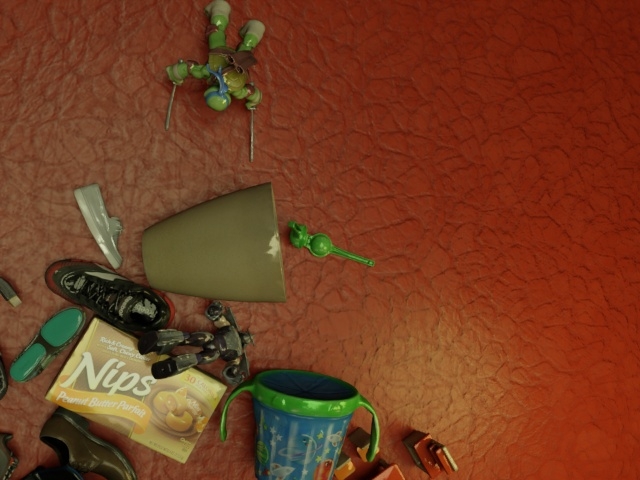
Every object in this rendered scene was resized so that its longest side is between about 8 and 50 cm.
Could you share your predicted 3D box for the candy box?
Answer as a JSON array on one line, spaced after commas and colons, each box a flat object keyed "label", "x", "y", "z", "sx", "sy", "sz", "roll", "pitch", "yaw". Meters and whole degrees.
[{"label": "candy box", "x": -0.380, "y": 0.310, "z": 1.310, "sx": 0.316, "sy": 0.087, "sz": 0.183, "roll": 32, "pitch": 79, "yaw": -15}]

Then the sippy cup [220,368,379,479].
[{"label": "sippy cup", "x": -0.046, "y": 0.419, "z": 1.354, "sx": 0.240, "sy": 0.305, "sz": 0.224, "roll": 7, "pitch": 93, "yaw": -58}]

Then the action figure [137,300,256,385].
[{"label": "action figure", "x": -0.231, "y": 0.223, "z": 1.308, "sx": 0.285, "sy": 0.099, "sz": 0.185, "roll": -2, "pitch": 59, "yaw": -53}]

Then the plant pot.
[{"label": "plant pot", "x": -0.221, "y": 0.019, "z": 1.306, "sx": 0.274, "sy": 0.256, "sz": 0.256, "roll": -7, "pitch": 91, "yaw": -3}]

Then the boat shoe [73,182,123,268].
[{"label": "boat shoe", "x": -0.450, "y": -0.032, "z": 1.310, "sx": 0.063, "sy": 0.066, "sz": 0.184, "roll": -26, "pitch": 88, "yaw": -16}]

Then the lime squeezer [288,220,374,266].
[{"label": "lime squeezer", "x": 0.000, "y": 0.000, "z": 1.444, "sx": 0.310, "sy": 0.110, "sz": 0.059, "roll": 27, "pitch": 61, "yaw": -47}]

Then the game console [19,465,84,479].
[{"label": "game console", "x": -0.506, "y": 0.602, "z": 1.219, "sx": 0.250, "sy": 0.173, "sz": 0.293, "roll": -36, "pitch": 100, "yaw": -16}]

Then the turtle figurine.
[{"label": "turtle figurine", "x": -0.226, "y": -0.362, "z": 1.368, "sx": 0.198, "sy": 0.275, "sz": 0.266, "roll": 9, "pitch": 65, "yaw": 3}]

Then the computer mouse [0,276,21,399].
[{"label": "computer mouse", "x": -0.662, "y": 0.184, "z": 1.234, "sx": 0.184, "sy": 0.060, "sz": 0.262, "roll": -33, "pitch": 88, "yaw": -12}]

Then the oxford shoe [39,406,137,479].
[{"label": "oxford shoe", "x": -0.473, "y": 0.445, "z": 1.264, "sx": 0.227, "sy": 0.083, "sz": 0.096, "roll": 41, "pitch": 35, "yaw": -8}]

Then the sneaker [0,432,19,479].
[{"label": "sneaker", "x": -0.621, "y": 0.446, "z": 1.215, "sx": 0.065, "sy": 0.061, "sz": 0.158, "roll": 1, "pitch": 57, "yaw": -30}]

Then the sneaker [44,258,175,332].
[{"label": "sneaker", "x": -0.425, "y": 0.113, "z": 1.274, "sx": 0.276, "sy": 0.135, "sz": 0.098, "roll": 26, "pitch": 83, "yaw": -15}]

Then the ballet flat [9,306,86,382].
[{"label": "ballet flat", "x": -0.547, "y": 0.207, "z": 1.267, "sx": 0.188, "sy": 0.070, "sz": 0.070, "roll": -43, "pitch": 102, "yaw": -7}]

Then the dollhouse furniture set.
[{"label": "dollhouse furniture set", "x": 0.177, "y": 0.565, "z": 1.471, "sx": 0.259, "sy": 0.135, "sz": 0.262, "roll": -32, "pitch": 99, "yaw": -16}]
